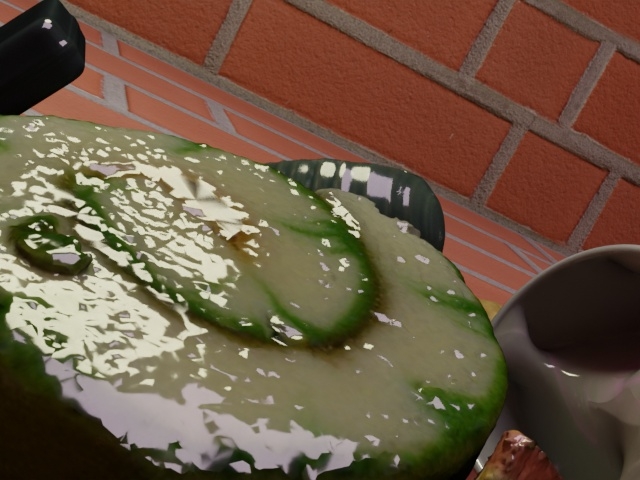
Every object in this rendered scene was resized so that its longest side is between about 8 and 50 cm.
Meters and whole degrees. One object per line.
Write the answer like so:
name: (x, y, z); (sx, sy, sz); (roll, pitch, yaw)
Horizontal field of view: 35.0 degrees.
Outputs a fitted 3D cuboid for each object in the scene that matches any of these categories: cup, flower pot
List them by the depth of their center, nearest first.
cup: (0.288, 0.175, 0.804); (0.317, 0.212, 0.212); (38, 5, -32)
flower pot: (0.000, 0.000, 0.993); (0.243, 0.157, 0.189); (0, 3, 24)

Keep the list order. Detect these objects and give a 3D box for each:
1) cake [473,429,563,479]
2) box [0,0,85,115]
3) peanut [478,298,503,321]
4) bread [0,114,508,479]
cake: (0.087, 0.169, 0.577); (0.090, 0.109, 0.225); (32, -9, 33)
box: (-0.278, -0.095, 0.745); (0.050, 0.230, 0.160); (58, 0, -23)
peanut: (0.094, 0.117, 0.892); (0.149, 0.149, 0.313); (34, 18, 27)
bread: (-0.068, 0.047, 0.625); (0.366, 0.129, 0.382); (39, 30, 28)
